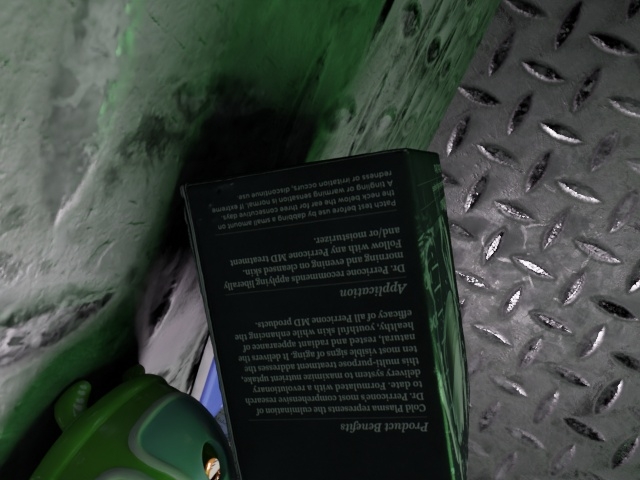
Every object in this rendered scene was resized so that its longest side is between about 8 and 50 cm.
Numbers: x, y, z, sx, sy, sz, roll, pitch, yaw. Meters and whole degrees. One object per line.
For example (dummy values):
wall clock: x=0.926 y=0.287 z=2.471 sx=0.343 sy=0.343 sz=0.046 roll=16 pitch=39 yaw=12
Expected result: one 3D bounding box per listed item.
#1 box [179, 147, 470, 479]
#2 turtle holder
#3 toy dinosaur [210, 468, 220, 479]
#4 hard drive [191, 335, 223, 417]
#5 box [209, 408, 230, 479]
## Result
box: x=0.062 y=0.109 z=0.831 sx=0.480 sy=0.298 sz=0.471 roll=-29 pitch=112 yaw=-71
turtle holder: x=-0.238 y=0.306 z=0.653 sx=0.243 sy=0.228 sz=0.320 roll=-58 pitch=169 yaw=-15
toy dinosaur: x=-0.271 y=0.621 z=1.397 sx=0.218 sy=0.164 sz=0.322 roll=-51 pitch=169 yaw=-24
hard drive: x=-0.216 y=0.282 z=1.181 sx=0.210 sy=0.040 sz=0.318 roll=-44 pitch=159 yaw=-58
box: x=-0.292 y=0.501 z=1.191 sx=0.094 sy=0.113 sz=0.275 roll=-68 pitch=169 yaw=23
